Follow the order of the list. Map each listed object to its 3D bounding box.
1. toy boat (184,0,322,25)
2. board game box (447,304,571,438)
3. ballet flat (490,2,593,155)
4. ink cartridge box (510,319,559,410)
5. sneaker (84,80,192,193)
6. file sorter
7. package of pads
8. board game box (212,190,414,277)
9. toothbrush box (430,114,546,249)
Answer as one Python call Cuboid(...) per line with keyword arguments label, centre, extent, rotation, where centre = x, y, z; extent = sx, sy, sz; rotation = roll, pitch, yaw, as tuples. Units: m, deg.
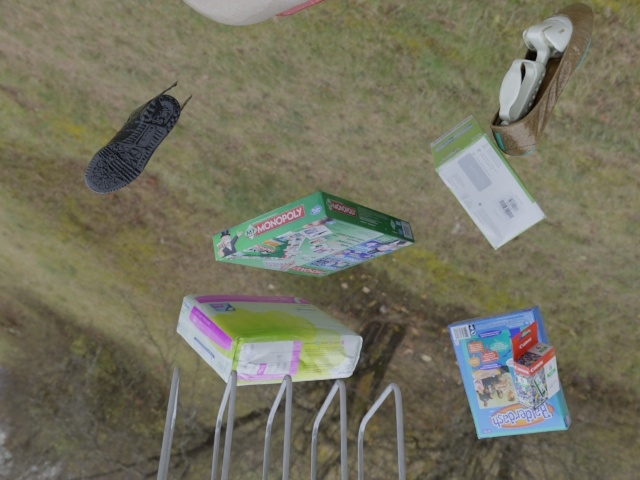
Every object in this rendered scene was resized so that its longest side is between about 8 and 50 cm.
Cuboid(label="toy boat", centre=(-0.049, -0.241, 0.344), extent=(0.231, 0.151, 0.151), rotation=(51, 157, -26))
Cuboid(label="board game box", centre=(0.331, 0.233, 1.177), extent=(0.160, 0.047, 0.210), rotation=(-16, 87, 30))
Cuboid(label="ballet flat", centre=(0.420, -0.333, 1.291), extent=(0.124, 0.342, 0.116), rotation=(28, 179, -40))
Cuboid(label="ink cartridge box", centre=(0.307, 0.179, 0.954), extent=(0.029, 0.063, 0.115), rotation=(17, 128, 51))
Cuboid(label="sneaker", centre=(-0.215, -0.125, 0.798), extent=(0.051, 0.170, 0.089), rotation=(43, 172, -20))
Cuboid(label="file sorter", centre=(-0.055, 0.263, 0.787), extent=(0.278, 0.173, 0.192), rotation=(7, 144, -10))
Cuboid(label="package of pads", centre=(-0.094, 0.185, 1.292), extent=(0.297, 0.101, 0.229), rotation=(4, -166, -38))
Cuboid(label="board game box", centre=(0.000, 0.000, 1.144), extent=(0.214, 0.046, 0.317), rotation=(-20, 163, 27))
Cuboid(label="toothbrush box", centre=(0.339, -0.131, 1.393), extent=(0.206, 0.122, 0.283), rotation=(52, -165, -9))
